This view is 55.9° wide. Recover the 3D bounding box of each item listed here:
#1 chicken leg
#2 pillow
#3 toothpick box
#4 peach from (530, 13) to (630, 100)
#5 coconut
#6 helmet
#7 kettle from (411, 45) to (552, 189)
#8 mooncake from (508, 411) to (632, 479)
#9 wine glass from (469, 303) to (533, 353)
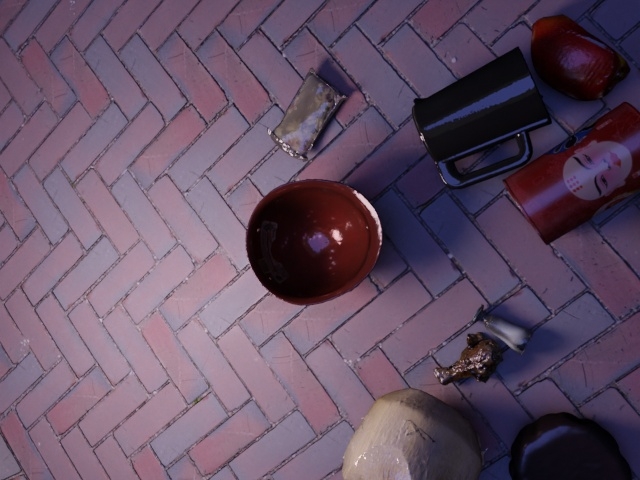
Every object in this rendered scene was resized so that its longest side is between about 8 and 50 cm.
[{"bbox_3d":[0.410,0.340,1.650,0.125,0.080,0.196,47,114,25],"label":"chicken leg"},{"bbox_3d":[-0.037,-0.371,1.814,0.169,0.059,0.255,39,102,16],"label":"pillow"},{"bbox_3d":[0.645,-0.159,1.475,0.333,0.204,0.204,-35,79,18],"label":"toothpick box"},{"bbox_3d":[0.618,-0.460,1.505,0.267,0.154,0.158,47,107,14],"label":"peach"},{"bbox_3d":[0.225,0.590,1.561,0.346,0.346,0.360,28,66,18],"label":"coconut"},{"bbox_3d":[0.000,0.000,1.715,0.385,0.230,0.337,-19,85,12],"label":"helmet"},{"bbox_3d":[0.427,-0.313,1.577,0.308,0.203,0.262,-24,108,23],"label":"kettle"},{"bbox_3d":[0.626,0.577,1.531,0.283,0.141,0.282,1,93,12],"label":"mooncake"},{"bbox_3d":[0.484,0.238,1.617,0.155,0.072,0.072,31,102,19],"label":"wine glass"}]
